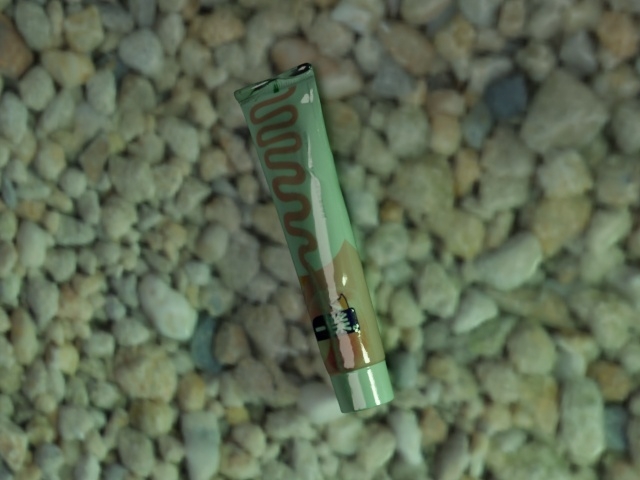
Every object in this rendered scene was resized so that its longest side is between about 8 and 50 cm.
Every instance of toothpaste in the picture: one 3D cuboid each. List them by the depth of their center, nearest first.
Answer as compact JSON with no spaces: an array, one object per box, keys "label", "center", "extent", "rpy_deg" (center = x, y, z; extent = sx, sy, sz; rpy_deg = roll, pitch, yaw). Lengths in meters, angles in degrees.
[{"label":"toothpaste","center":[0.000,0.000,0.715],"extent":[0.056,0.036,0.205],"rpy_deg":[-17,88,28]}]
